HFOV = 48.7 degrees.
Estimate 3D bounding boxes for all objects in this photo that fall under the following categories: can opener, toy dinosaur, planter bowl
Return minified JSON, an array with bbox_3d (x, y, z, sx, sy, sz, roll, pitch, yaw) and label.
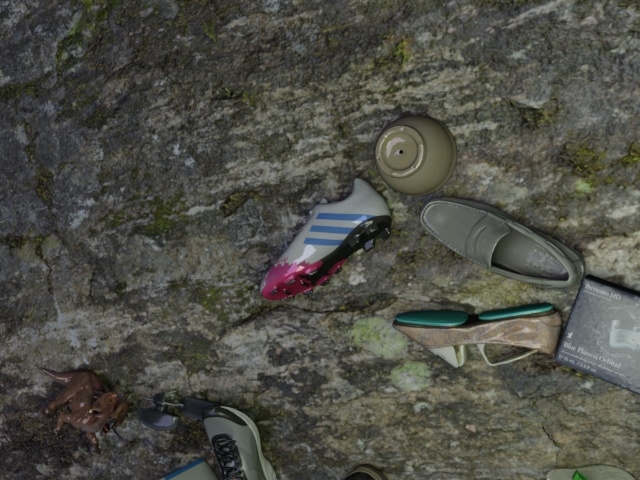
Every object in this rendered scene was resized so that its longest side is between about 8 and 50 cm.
[{"bbox_3d":[-0.283,0.401,1.619,0.280,0.074,0.093,3,77,24],"label":"can opener"},{"bbox_3d":[-0.570,0.390,1.743,0.200,0.127,0.296,-50,58,11],"label":"toy dinosaur"},{"bbox_3d":[0.170,-0.166,1.359,0.162,0.109,0.162,1,93,26],"label":"planter bowl"}]

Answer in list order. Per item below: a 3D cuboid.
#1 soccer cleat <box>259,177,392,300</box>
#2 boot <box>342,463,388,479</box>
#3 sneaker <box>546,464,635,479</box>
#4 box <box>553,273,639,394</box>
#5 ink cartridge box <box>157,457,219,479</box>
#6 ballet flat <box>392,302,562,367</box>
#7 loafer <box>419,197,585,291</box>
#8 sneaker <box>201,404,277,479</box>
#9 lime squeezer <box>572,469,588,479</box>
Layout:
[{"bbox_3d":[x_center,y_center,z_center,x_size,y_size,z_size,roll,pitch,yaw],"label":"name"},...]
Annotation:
[{"bbox_3d":[0.000,0.000,1.460,0.331,0.116,0.143,-34,61,21],"label":"soccer cleat"},{"bbox_3d":[-0.027,0.627,1.379,0.138,0.284,0.377,40,107,20],"label":"boot"},{"bbox_3d":[0.478,0.450,1.254,0.152,0.058,0.084,-4,117,5],"label":"sneaker"},{"bbox_3d":[0.504,0.158,1.210,0.156,0.093,0.158,21,99,25],"label":"box"},{"bbox_3d":[-0.413,0.701,1.575,0.395,0.285,0.166,-47,72,20],"label":"ink cartridge box"},{"bbox_3d":[0.286,0.182,1.316,0.316,0.107,0.106,-6,96,28],"label":"ballet flat"},{"bbox_3d":[0.321,0.001,1.285,0.319,0.111,0.112,22,101,25],"label":"loafer"},{"bbox_3d":[-0.175,0.465,1.501,0.100,0.108,0.271,-16,109,24],"label":"sneaker"},{"bbox_3d":[0.561,0.473,1.196,0.310,0.059,0.110,17,108,5],"label":"lime squeezer"}]
